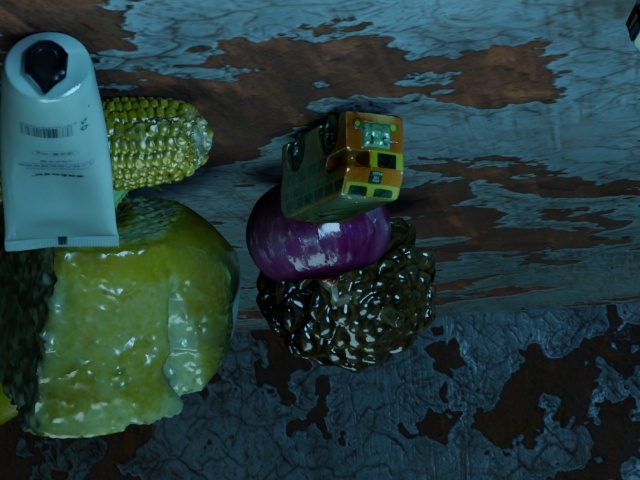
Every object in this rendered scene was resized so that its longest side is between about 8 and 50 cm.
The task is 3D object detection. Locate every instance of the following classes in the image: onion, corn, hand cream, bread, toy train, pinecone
[{"bbox_3d":[-0.003,-0.010,1.796,0.177,0.153,0.177,5,160,2],"label":"onion"},{"bbox_3d":[-0.248,-0.083,1.411,0.293,0.106,0.106,-3,171,0],"label":"corn"},{"bbox_3d":[-0.233,-0.066,1.314,0.109,0.067,0.321,-3,151,-9],"label":"hand cream"},{"bbox_3d":[-0.257,0.064,1.784,0.264,0.239,0.395,-3,-166,-22],"label":"bread"},{"bbox_3d":[0.020,-0.074,1.554,0.072,0.099,0.188,1,169,-25],"label":"toy train"},{"bbox_3d":[0.023,0.067,2.031,0.257,0.243,0.243,-4,172,37],"label":"pinecone"}]

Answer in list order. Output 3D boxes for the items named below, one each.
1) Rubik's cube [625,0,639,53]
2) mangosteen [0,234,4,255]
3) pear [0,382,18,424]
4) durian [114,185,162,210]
[{"bbox_3d":[0.285,-0.161,1.121,0.093,0.111,0.111,-37,158,19],"label":"Rubik's cube"},{"bbox_3d":[-0.430,0.085,1.440,0.287,0.233,0.287,-14,-165,4],"label":"mangosteen"},{"bbox_3d":[-0.569,0.170,2.160,0.340,0.191,0.386,29,176,19],"label":"pear"},{"bbox_3d":[-0.240,-0.068,1.593,0.100,0.086,0.215,-19,167,9],"label":"durian"}]
